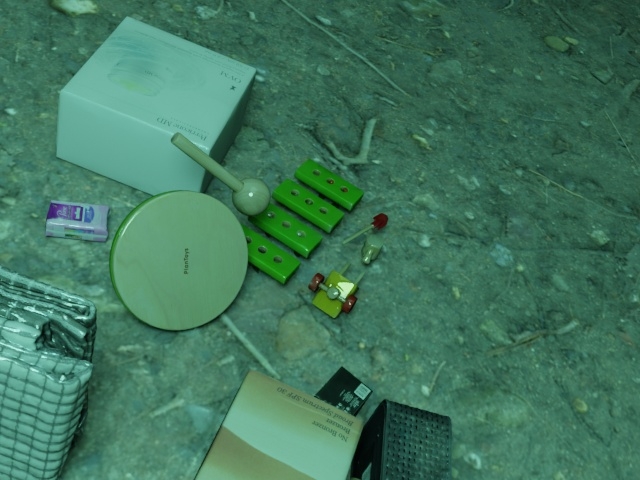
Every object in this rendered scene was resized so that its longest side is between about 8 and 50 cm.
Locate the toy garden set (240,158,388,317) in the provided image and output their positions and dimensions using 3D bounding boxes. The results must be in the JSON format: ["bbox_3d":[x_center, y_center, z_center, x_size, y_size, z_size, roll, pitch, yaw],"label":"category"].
[{"bbox_3d":[0.000,0.000,1.181,0.204,0.049,0.244,32,45,11],"label":"toy garden set"}]

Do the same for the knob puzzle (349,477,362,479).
[{"bbox_3d":[0.024,0.328,0.787,0.030,0.213,0.213,21,45,-2],"label":"knob puzzle"}]

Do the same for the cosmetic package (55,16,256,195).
[{"bbox_3d":[-0.246,-0.197,1.197,0.224,0.138,0.224,21,47,-2],"label":"cosmetic package"}]

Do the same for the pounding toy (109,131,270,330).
[{"bbox_3d":[-0.190,-0.005,1.050,0.183,0.110,0.236,29,83,-31],"label":"pounding toy"}]

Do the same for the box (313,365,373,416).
[{"bbox_3d":[0.017,0.209,0.970,0.052,0.083,0.062,38,47,12],"label":"box"}]

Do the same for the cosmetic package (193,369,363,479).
[{"bbox_3d":[-0.077,0.303,0.816,0.153,0.129,0.296,25,46,-1],"label":"cosmetic package"}]

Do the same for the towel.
[{"bbox_3d":[-0.365,0.117,0.799,0.284,0.235,0.121,21,40,-3],"label":"towel"}]

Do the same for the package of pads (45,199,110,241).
[{"bbox_3d":[-0.334,-0.027,1.081,0.083,0.032,0.050,6,45,-16],"label":"package of pads"}]

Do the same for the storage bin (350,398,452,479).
[{"bbox_3d":[0.088,0.289,0.898,0.084,0.122,0.180,16,46,-8],"label":"storage bin"}]
